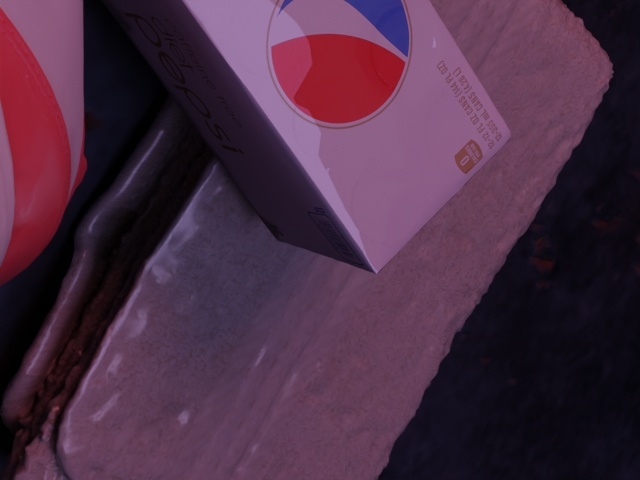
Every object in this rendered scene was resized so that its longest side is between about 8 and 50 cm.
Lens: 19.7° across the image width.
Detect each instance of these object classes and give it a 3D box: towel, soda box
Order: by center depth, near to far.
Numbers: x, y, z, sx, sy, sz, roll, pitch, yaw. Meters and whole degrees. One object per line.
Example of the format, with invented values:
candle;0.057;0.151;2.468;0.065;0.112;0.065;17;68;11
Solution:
soda box;-0.029;-0.094;0.592;0.074;0.069;0.216;-44;119;-17
towel;0.000;0.000;0.728;0.187;0.049;0.282;36;85;-48

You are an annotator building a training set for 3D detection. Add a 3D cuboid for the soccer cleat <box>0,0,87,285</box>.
soccer cleat;-0.121;-0.136;0.465;0.116;0.109;0.318;-45;130;-65
